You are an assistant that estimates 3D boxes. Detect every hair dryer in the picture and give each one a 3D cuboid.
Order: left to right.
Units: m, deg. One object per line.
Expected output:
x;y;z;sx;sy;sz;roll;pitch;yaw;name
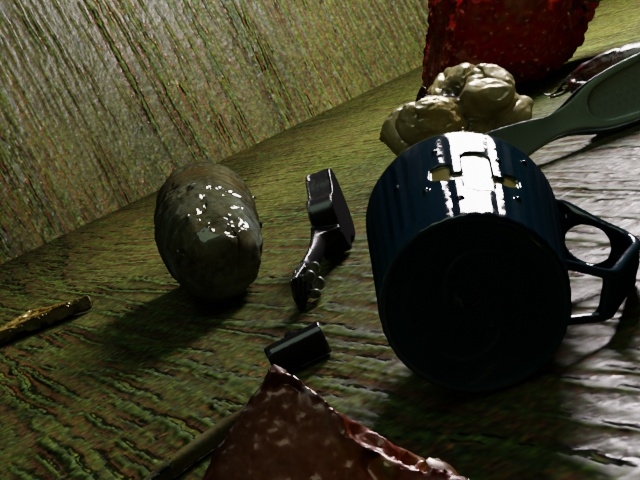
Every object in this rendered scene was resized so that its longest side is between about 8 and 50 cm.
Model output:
-0.021;0.080;0.882;0.047;0.026;0.083;-24;7;-5;hair dryer

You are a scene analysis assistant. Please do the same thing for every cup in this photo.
0.112;0.014;0.697;0.176;0.131;0.155;3;19;5;cup

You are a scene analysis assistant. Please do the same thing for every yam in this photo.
-0.078;0.136;0.751;0.014;0.014;0.107;-12;16;48;yam
-0.124;-0.008;1.292;0.133;0.133;0.330;-24;14;-4;yam

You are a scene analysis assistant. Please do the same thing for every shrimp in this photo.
0.343;-0.184;1.286;0.190;0.073;0.075;-12;10;31;shrimp

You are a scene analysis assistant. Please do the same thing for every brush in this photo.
0.282;-0.134;1.217;0.296;0.068;0.060;-23;-10;12;brush

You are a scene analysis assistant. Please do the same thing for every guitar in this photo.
0.002;0.000;1.132;0.038;0.084;0.271;-20;17;12;guitar

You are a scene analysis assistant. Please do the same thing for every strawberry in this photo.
0.276;-0.352;1.841;0.312;0.267;0.351;-43;-4;-46;strawberry

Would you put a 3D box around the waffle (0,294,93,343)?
-0.384;0.112;1.531;0.152;0.023;0.097;-13;16;43;waffle

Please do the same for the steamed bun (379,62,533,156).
0.167;-0.167;1.486;0.177;0.106;0.192;-26;9;-20;steamed bun

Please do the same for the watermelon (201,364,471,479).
0.025;0.125;0.388;0.145;0.137;0.193;23;34;25;watermelon
